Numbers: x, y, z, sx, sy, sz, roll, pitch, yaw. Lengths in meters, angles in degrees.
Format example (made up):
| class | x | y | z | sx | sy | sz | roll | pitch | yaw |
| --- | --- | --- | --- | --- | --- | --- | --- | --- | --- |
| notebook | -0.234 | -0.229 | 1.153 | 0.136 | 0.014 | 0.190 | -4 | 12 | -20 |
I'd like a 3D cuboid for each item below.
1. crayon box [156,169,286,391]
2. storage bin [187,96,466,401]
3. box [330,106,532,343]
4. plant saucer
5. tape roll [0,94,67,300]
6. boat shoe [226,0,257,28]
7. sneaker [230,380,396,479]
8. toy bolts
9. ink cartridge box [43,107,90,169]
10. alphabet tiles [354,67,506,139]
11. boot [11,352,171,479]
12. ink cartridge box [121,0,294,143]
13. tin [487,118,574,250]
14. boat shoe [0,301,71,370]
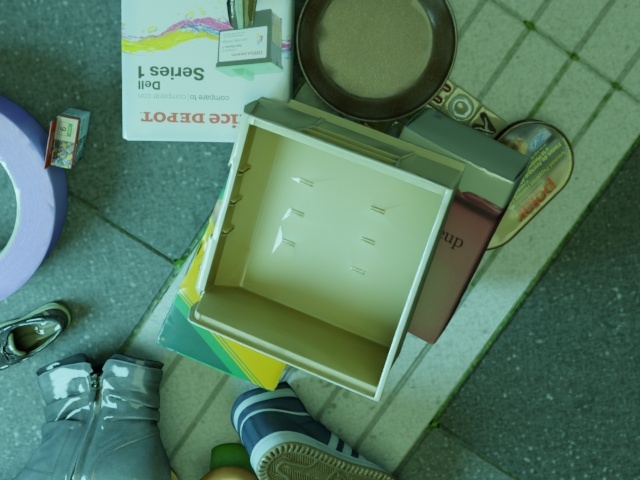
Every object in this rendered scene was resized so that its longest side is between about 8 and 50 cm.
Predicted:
| class | x | y | z | sx | sy | sz | roll | pitch | yaw |
| --- | --- | --- | --- | --- | --- | --- | --- | --- | --- |
| crayon box | -0.077 | 0.031 | 1.552 | 0.165 | 0.081 | 0.278 | 23 | 104 | -6 |
| storage bin | 0.000 | 0.000 | 1.397 | 0.260 | 0.123 | 0.262 | 21 | 113 | 10 |
| box | 0.132 | -0.019 | 1.485 | 0.148 | 0.127 | 0.232 | 27 | 113 | 9 |
| plant saucer | 0.068 | -0.244 | 1.507 | 0.198 | 0.036 | 0.199 | -1 | 97 | -5 |
| tape roll | -0.458 | -0.052 | 1.527 | 0.274 | 0.090 | 0.275 | 0 | 103 | 0 |
| boat shoe | -0.067 | -0.329 | 1.362 | 0.072 | 0.068 | 0.190 | 1 | 101 | -13 |
| sneaker | -0.004 | 0.283 | 1.622 | 0.099 | 0.153 | 0.282 | -49 | 130 | 7 |
| toy bolts | -0.176 | 0.400 | 1.604 | 0.218 | 0.158 | 0.228 | 1 | 103 | -1 |
| ink cartridge box | -0.308 | -0.122 | 1.498 | 0.029 | 0.115 | 0.063 | 11 | 103 | -3 |
| alphabet tiles | 0.119 | -0.090 | 1.568 | 0.198 | 0.009 | 0.237 | 35 | 101 | -8 |
| boot | -0.347 | 0.270 | 1.588 | 0.338 | 0.118 | 0.223 | -11 | 77 | 8 |
| ink cartridge box | -0.132 | -0.258 | 1.467 | 0.201 | 0.117 | 0.278 | 1 | 103 | -1 |
| tin | 0.235 | -0.070 | 1.553 | 0.106 | 0.040 | 0.189 | 44 | 99 | -7 |
| boat shoe | -0.394 | 0.130 | 1.591 | 0.152 | 0.049 | 0.056 | -33 | 102 | 7 |
